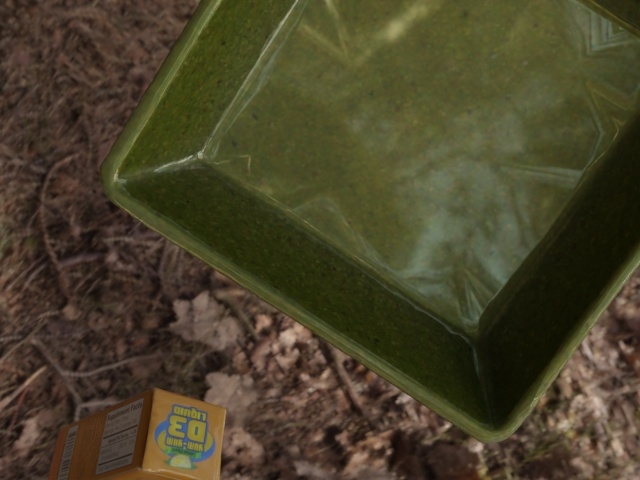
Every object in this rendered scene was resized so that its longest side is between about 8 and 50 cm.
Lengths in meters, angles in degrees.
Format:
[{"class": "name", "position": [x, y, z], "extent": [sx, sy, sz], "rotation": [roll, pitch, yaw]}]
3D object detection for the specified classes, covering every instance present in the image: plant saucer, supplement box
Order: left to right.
[{"class": "supplement box", "position": [-0.175, 0.199, 0.941], "extent": [0.078, 0.233, 0.080], "rotation": [21, 63, -28]}, {"class": "plant saucer", "position": [0.043, -0.049, 0.392], "extent": [0.188, 0.188, 0.045], "rotation": [33, 11, -2]}]
